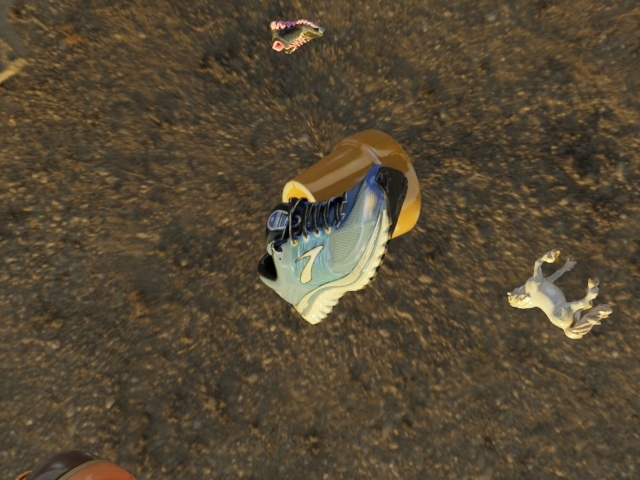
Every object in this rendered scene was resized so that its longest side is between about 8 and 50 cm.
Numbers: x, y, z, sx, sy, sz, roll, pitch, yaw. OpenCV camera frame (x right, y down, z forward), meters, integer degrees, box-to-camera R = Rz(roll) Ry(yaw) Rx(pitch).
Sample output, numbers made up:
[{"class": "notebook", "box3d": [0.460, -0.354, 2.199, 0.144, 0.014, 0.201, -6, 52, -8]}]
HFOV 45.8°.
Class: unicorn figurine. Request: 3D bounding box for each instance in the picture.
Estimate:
[{"class": "unicorn figurine", "box3d": [0.314, 0.071, 1.034, 0.060, 0.162, 0.111, 20, 115, -26]}]

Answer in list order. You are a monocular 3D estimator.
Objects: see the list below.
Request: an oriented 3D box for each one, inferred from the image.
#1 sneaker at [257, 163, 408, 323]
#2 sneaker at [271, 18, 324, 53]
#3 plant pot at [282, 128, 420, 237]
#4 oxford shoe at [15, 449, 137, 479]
[{"class": "sneaker", "box3d": [0.000, 0.000, 1.021, 0.147, 0.330, 0.129, 30, 51, -9]}, {"class": "sneaker", "box3d": [-0.042, -0.354, 1.328, 0.119, 0.047, 0.057, 11, 88, 43]}, {"class": "plant pot", "box3d": [0.043, -0.077, 1.368, 0.188, 0.205, 0.205, -23, 97, -29]}, {"class": "oxford shoe", "box3d": [-0.224, 0.244, 0.609, 0.133, 0.363, 0.130, 40, 51, 15]}]
